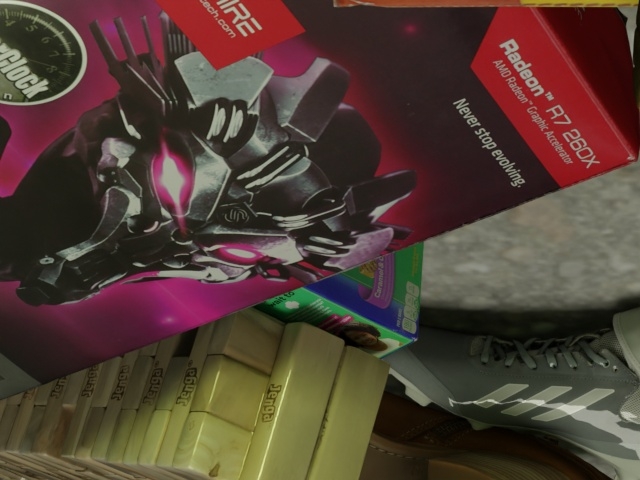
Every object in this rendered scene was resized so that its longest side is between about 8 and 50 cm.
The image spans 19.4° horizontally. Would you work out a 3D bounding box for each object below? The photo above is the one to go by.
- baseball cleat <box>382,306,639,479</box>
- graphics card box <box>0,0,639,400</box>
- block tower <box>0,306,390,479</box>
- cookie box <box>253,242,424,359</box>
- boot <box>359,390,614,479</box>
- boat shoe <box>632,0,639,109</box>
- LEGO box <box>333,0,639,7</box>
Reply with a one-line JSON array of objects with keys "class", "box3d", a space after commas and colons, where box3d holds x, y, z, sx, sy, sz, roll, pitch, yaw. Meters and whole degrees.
[{"class": "baseball cleat", "box3d": [0.141, 0.070, 1.076, 0.205, 0.072, 0.109, 20, 117, 0]}, {"class": "graphics card box", "box3d": [-0.077, -0.066, 0.799, 0.371, 0.094, 0.233, -20, 138, 22]}, {"class": "block tower", "box3d": [-0.105, 0.093, 1.046, 0.091, 0.097, 0.335, 28, 160, -31]}, {"class": "cookie box", "box3d": [0.000, 0.000, 0.955, 0.107, 0.092, 0.040, 26, 142, -27]}, {"class": "boot", "box3d": [0.052, 0.131, 1.163, 0.283, 0.109, 0.220, 14, -178, 28]}, {"class": "boat shoe", "box3d": [0.112, -0.076, 0.481, 0.045, 0.050, 0.135, 4, 159, 0]}, {"class": "LEGO box", "box3d": [0.232, -0.238, 0.419, 0.500, 0.193, 0.372, 1, 148, 11]}]
